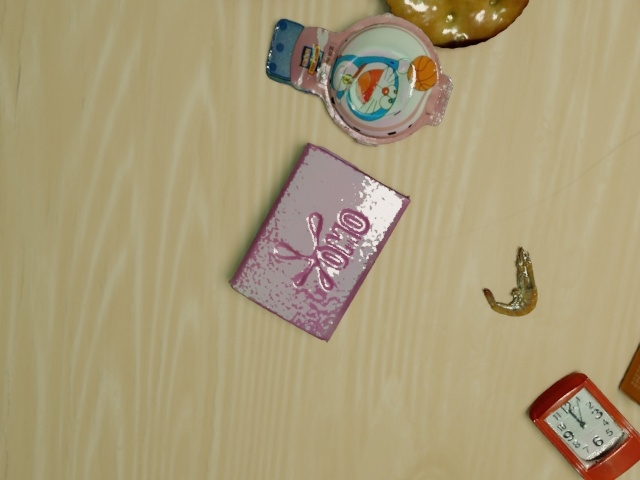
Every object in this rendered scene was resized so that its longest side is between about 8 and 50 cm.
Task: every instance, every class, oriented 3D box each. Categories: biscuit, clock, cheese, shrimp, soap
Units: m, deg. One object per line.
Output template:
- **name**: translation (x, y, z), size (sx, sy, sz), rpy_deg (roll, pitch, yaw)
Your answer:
- **biscuit**: translation (0.196, -0.373, 0.766), size (0.220, 0.066, 0.220), rpy_deg (3, 126, 4)
- **clock**: translation (0.422, 0.298, 0.884), size (0.113, 0.061, 0.155), rpy_deg (-41, 90, 8)
- **cheese**: translation (0.053, -0.245, 0.823), size (0.286, 0.074, 0.189), rpy_deg (23, 112, 12)
- **shrimp**: translation (0.300, 0.067, 0.879), size (0.083, 0.023, 0.114), rpy_deg (-4, 101, 7)
- **soap**: translation (0.000, 0.000, 0.858), size (0.181, 0.081, 0.259), rpy_deg (31, 98, -1)

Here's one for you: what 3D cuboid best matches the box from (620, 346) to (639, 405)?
- **box**: translation (0.623, 0.161, 0.836), size (0.221, 0.091, 0.274), rpy_deg (23, 98, -1)
